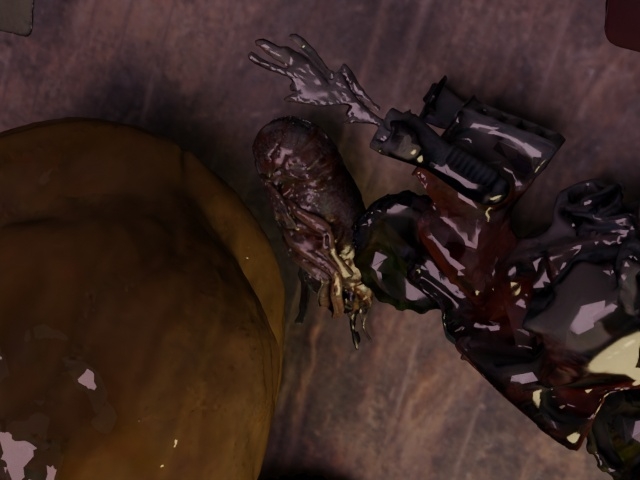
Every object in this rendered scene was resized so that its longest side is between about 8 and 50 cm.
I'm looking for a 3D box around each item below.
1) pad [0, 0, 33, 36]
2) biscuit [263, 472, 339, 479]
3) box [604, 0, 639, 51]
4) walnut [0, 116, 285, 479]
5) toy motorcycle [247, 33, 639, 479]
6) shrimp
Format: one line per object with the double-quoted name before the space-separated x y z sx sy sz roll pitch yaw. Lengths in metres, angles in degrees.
"pad" -0.328 -0.253 1.298 0.265 0.009 0.159 15 115 16
"biscuit" -0.011 0.267 1.342 0.195 0.053 0.194 7 111 18
"box" 0.273 -0.225 0.980 0.168 0.193 0.294 16 115 24
"walnut" -0.191 0.124 1.198 0.384 0.383 0.383 7 112 19
"toy motorcycle" 0.125 -0.010 1.142 0.401 0.134 0.207 38 118 3
"shrimp" 0.001 -0.001 1.224 0.073 0.075 0.190 -5 127 28
